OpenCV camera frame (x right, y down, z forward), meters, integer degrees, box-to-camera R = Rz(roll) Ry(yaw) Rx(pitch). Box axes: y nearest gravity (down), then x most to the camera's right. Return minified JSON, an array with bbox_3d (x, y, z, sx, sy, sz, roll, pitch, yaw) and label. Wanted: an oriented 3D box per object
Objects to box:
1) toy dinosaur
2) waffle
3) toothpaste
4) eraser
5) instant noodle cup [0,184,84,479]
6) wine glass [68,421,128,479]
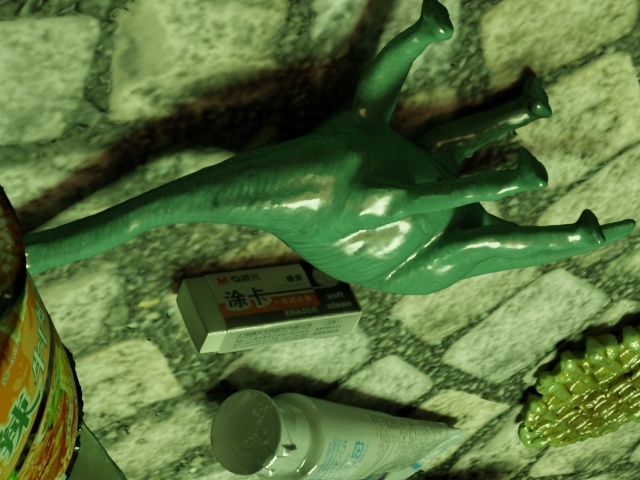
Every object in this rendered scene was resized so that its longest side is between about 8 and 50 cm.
[{"bbox_3d":[0.000,0.000,0.976,0.331,0.129,0.383,-27,150,20],"label":"toy dinosaur"},{"bbox_3d":[0.265,0.136,1.377,0.169,0.036,0.183,-13,144,-17],"label":"waffle"},{"bbox_3d":[0.017,0.174,1.240,0.114,0.073,0.299,-39,152,17],"label":"toothpaste"},{"bbox_3d":[-0.035,0.045,1.030,0.122,0.052,0.029,-7,142,-28],"label":"eraser"},{"bbox_3d":[-0.234,0.075,0.784,0.230,0.230,0.182,-26,151,-2],"label":"instant noodle cup"},{"bbox_3d":[-0.327,0.289,0.996,0.406,0.267,0.267,-30,147,11],"label":"wine glass"}]
